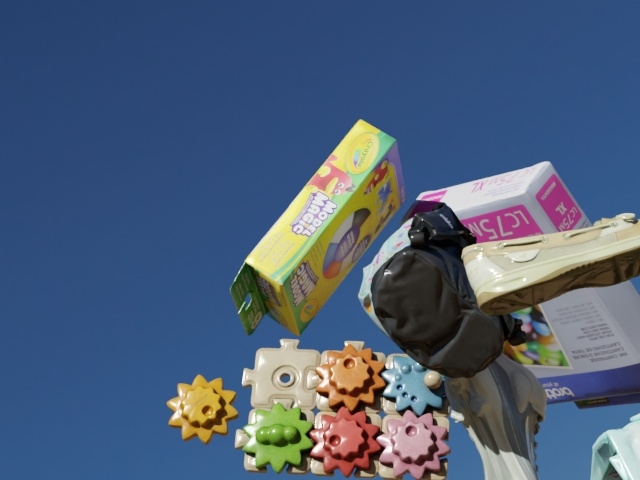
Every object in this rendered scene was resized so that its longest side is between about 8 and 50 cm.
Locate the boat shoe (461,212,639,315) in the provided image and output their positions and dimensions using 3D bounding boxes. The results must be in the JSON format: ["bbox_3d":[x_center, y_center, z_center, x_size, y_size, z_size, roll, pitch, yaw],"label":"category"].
[{"bbox_3d":[0.172,0.006,1.128,0.153,0.048,0.056,-18,-24,-2],"label":"boat shoe"}]

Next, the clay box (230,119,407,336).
[{"bbox_3d":[0.000,0.000,1.691,0.222,0.053,0.127,-53,-22,-17],"label":"clay box"}]

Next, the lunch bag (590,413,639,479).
[{"bbox_3d":[0.289,0.212,1.016,0.223,0.262,0.160,-13,2,-16],"label":"lunch bag"}]

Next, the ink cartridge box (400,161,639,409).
[{"bbox_3d":[0.237,0.069,1.727,0.186,0.311,0.065,-14,30,50],"label":"ink cartridge box"}]

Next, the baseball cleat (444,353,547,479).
[{"bbox_3d":[0.189,0.198,1.583,0.109,0.206,0.072,-23,5,-43],"label":"baseball cleat"}]

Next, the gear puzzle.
[{"bbox_3d":[-0.014,0.190,1.974,0.339,0.175,0.044,2,-28,7],"label":"gear puzzle"}]

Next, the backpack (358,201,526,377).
[{"bbox_3d":[0.103,0.042,1.560,0.115,0.152,0.182,-37,12,14],"label":"backpack"}]
